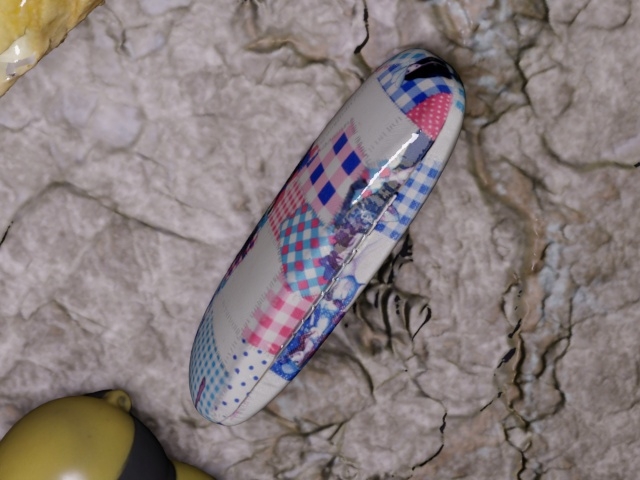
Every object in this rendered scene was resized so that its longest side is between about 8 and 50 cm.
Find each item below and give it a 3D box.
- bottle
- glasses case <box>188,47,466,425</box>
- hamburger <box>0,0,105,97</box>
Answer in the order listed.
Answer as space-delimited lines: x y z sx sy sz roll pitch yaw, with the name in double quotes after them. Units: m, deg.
-0.127 0.269 1.378 0.171 0.171 0.351 -38 114 9 "bottle"
0.000 0.000 1.287 0.076 0.125 0.327 28 108 -21 "glasses case"
-0.253 -0.230 1.121 0.283 0.144 0.259 -41 120 6 "hamburger"
